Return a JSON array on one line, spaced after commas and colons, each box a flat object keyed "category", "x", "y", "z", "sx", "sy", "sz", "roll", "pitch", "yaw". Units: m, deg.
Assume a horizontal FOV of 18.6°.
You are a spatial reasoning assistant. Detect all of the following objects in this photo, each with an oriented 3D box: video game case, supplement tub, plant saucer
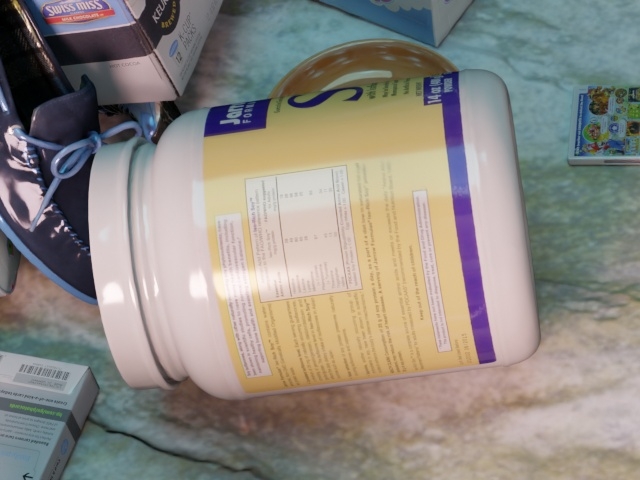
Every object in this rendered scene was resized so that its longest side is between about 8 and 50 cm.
[{"category": "video game case", "x": 0.283, "y": -0.103, "z": 1.732, "sx": 0.122, "sy": 0.011, "sz": 0.087, "roll": 1, "pitch": 54, "yaw": 13}, {"category": "supplement tub", "x": 0.000, "y": 0.000, "z": 1.569, "sx": 0.331, "sy": 0.241, "sz": 0.241, "roll": -8, "pitch": 51, "yaw": 6}, {"category": "plant saucer", "x": 0.043, "y": -0.099, "z": 1.768, "sx": 0.200, "sy": 0.037, "sz": 0.200, "roll": -7, "pitch": 51, "yaw": 8}]

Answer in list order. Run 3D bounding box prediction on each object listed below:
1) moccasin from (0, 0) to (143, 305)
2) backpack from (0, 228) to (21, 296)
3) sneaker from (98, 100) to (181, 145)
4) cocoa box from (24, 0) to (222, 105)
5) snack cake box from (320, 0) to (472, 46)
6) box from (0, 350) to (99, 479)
[{"category": "moccasin", "x": -0.243, "y": -0.100, "z": 1.655, "sx": 0.116, "sy": 0.342, "sz": 0.138, "roll": -28, "pitch": 15, "yaw": 25}, {"category": "backpack", "x": -0.346, "y": -0.025, "z": 1.714, "sx": 0.144, "sy": 0.166, "sz": 0.188, "roll": -21, "pitch": 40, "yaw": 7}, {"category": "sneaker", "x": -0.181, "y": -0.131, "z": 1.838, "sx": 0.073, "sy": 0.063, "sz": 0.162, "roll": -33, "pitch": 43, "yaw": -1}, {"category": "cocoa box", "x": -0.286, "y": -0.274, "z": 1.810, "sx": 0.347, "sy": 0.228, "sz": 0.231, "roll": -2, "pitch": 47, "yaw": 26}, {"category": "snack cake box", "x": 0.038, "y": -0.308, "z": 1.892, "sx": 0.264, "sy": 0.089, "sz": 0.152, "roll": 24, "pitch": 60, "yaw": 25}, {"category": "box", "x": -0.285, "y": 0.178, "z": 1.626, "sx": 0.145, "sy": 0.038, "sz": 0.186, "roll": 7, "pitch": 54, "yaw": 19}]
